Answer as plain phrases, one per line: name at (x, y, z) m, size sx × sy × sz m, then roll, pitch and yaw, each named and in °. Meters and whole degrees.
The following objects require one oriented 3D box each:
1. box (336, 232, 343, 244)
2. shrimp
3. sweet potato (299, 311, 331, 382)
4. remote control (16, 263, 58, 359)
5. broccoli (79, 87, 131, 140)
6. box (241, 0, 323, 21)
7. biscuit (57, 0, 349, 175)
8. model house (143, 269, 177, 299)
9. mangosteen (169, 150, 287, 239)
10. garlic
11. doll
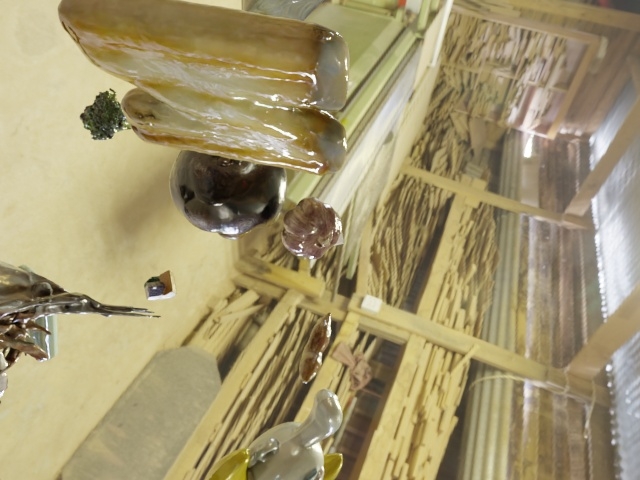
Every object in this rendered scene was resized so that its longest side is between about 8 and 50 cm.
box at (0.000, 0.001, 1.581) m, size 0.084 × 0.154 × 0.040 m, roll -90°, pitch 169°, yaw -82°
shrimp at (-0.336, 0.079, 0.448) m, size 0.116 × 0.343 × 0.145 m, roll 127°, pitch -38°, yaw -57°
sweet potato at (-0.012, 0.269, 1.173) m, size 0.065 × 0.051 × 0.218 m, roll -37°, pitch -159°, yaw 39°
remote control at (-0.754, 0.202, 1.218) m, size 0.065 × 0.128 × 0.335 m, roll -44°, pitch 168°, yaw -46°
broccoli at (-0.719, -0.440, 1.683) m, size 0.165 × 0.145 × 0.304 m, roll -47°, pitch -178°, yaw 15°
box at (-0.090, -0.625, 1.099) m, size 0.231 × 0.155 × 0.149 m, roll -3°, pitch -91°, yaw 61°
biscuit at (-0.109, -0.165, 0.524) m, size 0.237 × 0.290 × 0.062 m, roll 82°, pitch 20°, yaw -68°
model house at (-0.558, 0.155, 1.618) m, size 0.100 × 0.100 × 0.088 m, roll -39°, pitch -118°, yaw 57°
mangosteen at (-0.215, -0.122, 1.100) m, size 0.287 × 0.287 × 0.233 m, roll -2°, pitch 76°, yaw -77°
garlic at (-0.017, -0.022, 1.055) m, size 0.147 × 0.102 × 0.159 m, roll -24°, pitch 140°, yaw -14°
doll at (-0.063, 0.344, 0.683) m, size 0.252 × 0.111 × 0.237 m, roll -27°, pitch 132°, yaw -9°
